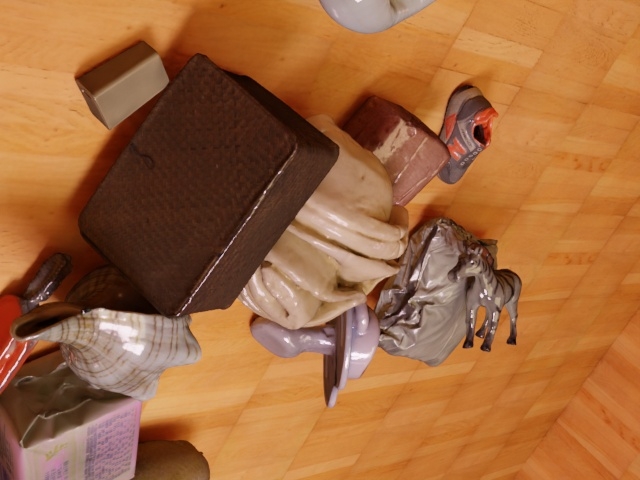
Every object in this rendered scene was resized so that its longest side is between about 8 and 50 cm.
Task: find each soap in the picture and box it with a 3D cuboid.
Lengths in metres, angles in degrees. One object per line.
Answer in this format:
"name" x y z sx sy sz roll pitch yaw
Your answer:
"soap" -0.356 0.262 1.396 0.182 0.138 0.199 -20 140 -32

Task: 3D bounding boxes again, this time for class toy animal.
"toy animal" 0.293 0.113 1.769 0.255 0.090 0.170 34 71 -63

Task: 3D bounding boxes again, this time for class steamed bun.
"steamed bun" 0.097 -0.132 1.512 0.145 0.106 0.175 -47 134 12
"steamed bun" -0.002 -0.001 1.388 0.276 0.203 0.289 18 130 -36

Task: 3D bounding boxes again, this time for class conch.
"conch" -0.249 0.123 1.257 0.386 0.203 0.169 -46 133 -71
"conch" 0.074 -0.348 1.221 0.221 0.121 0.185 -19 136 -46

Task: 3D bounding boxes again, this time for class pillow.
"pillow" 0.216 0.094 1.865 0.283 0.138 0.310 -60 151 3

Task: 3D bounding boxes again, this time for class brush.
"brush" -0.413 0.146 1.269 0.323 0.070 0.051 -50 152 6

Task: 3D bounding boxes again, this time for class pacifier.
"pacifier" -0.014 0.152 1.671 0.207 0.227 0.279 0 156 -8

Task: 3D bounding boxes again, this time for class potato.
"potato" -0.284 0.408 1.631 0.251 0.159 0.174 -25 167 -43

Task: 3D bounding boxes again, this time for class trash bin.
"trash bin" -0.223 -0.179 1.146 0.092 0.043 0.061 -37 147 -15

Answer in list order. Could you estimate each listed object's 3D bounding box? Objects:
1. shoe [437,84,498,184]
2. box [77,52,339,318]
"shoe" 0.240 -0.160 1.659 0.074 0.077 0.194 -24 142 -31
"box" -0.136 -0.063 1.224 0.273 0.184 0.143 -53 164 14
